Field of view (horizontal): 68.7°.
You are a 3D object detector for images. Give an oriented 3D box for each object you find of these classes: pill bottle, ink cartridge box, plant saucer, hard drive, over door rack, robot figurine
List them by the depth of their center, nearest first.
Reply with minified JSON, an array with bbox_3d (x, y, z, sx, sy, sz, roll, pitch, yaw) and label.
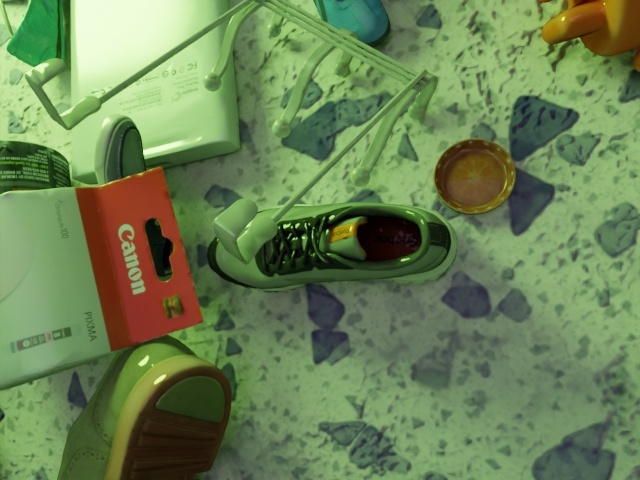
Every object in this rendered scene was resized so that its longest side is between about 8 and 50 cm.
[{"bbox_3d":[0.320,-0.253,0.427,0.220,0.128,0.157,-14,64,14],"label":"robot figurine"},{"bbox_3d":[-0.063,-0.129,0.470,0.240,0.108,0.324,35,52,16],"label":"over door rack"},{"bbox_3d":[-0.263,0.033,0.482,0.233,0.066,0.188,-19,80,5],"label":"ink cartridge box"},{"bbox_3d":[0.164,-0.068,0.502,0.084,0.013,0.083,-3,80,16],"label":"plant saucer"},{"bbox_3d":[-0.379,0.010,0.588,0.131,0.130,0.245,-15,76,14],"label":"pill bottle"},{"bbox_3d":[-0.234,-0.268,0.639,0.233,0.047,0.352,-10,78,15],"label":"hard drive"}]

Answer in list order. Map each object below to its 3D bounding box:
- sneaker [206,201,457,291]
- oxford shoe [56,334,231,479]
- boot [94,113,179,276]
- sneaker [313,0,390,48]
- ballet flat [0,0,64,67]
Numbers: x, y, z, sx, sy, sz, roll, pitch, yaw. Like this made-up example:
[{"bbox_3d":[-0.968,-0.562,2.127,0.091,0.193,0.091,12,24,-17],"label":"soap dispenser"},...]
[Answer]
[{"bbox_3d":[0.000,0.000,0.491,0.272,0.108,0.100,-5,81,17],"label":"sneaker"},{"bbox_3d":[-0.227,0.289,0.515,0.147,0.141,0.396,25,89,44],"label":"oxford shoe"},{"bbox_3d":[-0.210,-0.050,0.560,0.086,0.069,0.189,15,117,12],"label":"boot"},{"bbox_3d":[0.011,-0.321,0.558,0.069,0.082,0.209,-31,75,8],"label":"sneaker"},{"bbox_3d":[-0.417,-0.372,0.682,0.083,0.087,0.247,-13,75,49],"label":"ballet flat"}]
